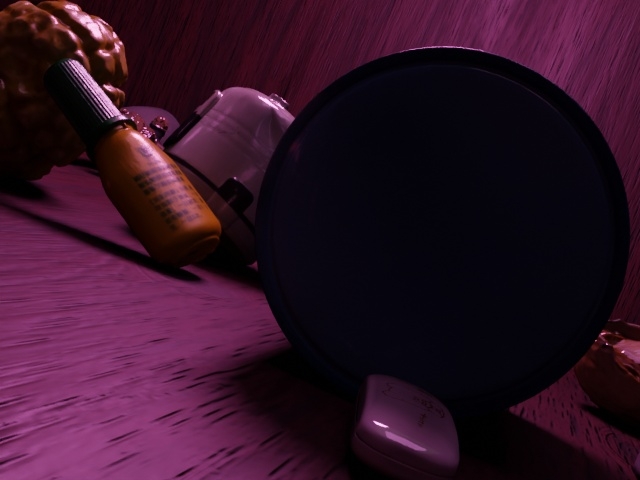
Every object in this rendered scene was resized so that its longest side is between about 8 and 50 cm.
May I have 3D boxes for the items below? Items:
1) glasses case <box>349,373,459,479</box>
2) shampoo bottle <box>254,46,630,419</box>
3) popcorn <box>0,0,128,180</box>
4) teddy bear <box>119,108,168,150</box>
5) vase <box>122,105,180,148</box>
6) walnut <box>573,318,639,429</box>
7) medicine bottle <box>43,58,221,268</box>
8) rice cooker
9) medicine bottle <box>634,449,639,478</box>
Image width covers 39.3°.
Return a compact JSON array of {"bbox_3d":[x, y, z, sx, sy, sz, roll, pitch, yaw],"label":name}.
[{"bbox_3d":[0.061,0.139,0.673,0.074,0.049,0.193,22,3,3],"label":"glasses case"},{"bbox_3d":[0.132,-0.002,0.944,0.331,0.331,0.343,23,2,11],"label":"shampoo bottle"},{"bbox_3d":[-0.404,-0.210,1.268,0.224,0.270,0.258,47,42,0],"label":"popcorn"},{"bbox_3d":[-0.354,-0.163,1.875,0.251,0.129,0.182,42,35,-30],"label":"teddy bear"},{"bbox_3d":[-0.452,-0.225,1.960,0.173,0.173,0.321,24,9,22],"label":"vase"},{"bbox_3d":[0.476,0.210,1.335,0.204,0.141,0.238,7,13,-29],"label":"walnut"},{"bbox_3d":[-0.242,-0.102,1.122,0.309,0.076,0.111,53,35,10],"label":"medicine bottle"},{"bbox_3d":[-0.130,-0.091,1.327,0.226,0.244,0.226,37,-12,9],"label":"rice cooker"},{"bbox_3d":[0.485,0.193,0.943,0.238,0.232,0.238,22,5,-2],"label":"medicine bottle"}]
